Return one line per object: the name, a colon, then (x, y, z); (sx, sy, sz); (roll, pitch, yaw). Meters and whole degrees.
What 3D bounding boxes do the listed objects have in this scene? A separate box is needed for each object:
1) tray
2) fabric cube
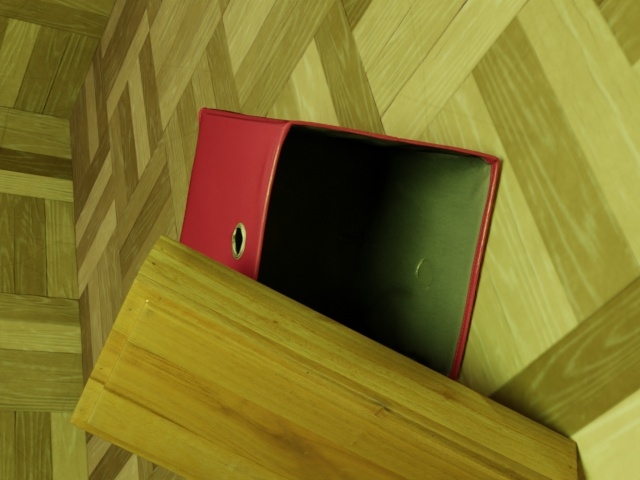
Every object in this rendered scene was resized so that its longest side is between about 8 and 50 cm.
tray: (-0.002, 0.176, 0.807); (0.203, 0.411, 0.076); (-58, 8, 36)
fabric cube: (0.000, 0.000, 0.989); (0.258, 0.259, 0.254); (23, 104, 61)
